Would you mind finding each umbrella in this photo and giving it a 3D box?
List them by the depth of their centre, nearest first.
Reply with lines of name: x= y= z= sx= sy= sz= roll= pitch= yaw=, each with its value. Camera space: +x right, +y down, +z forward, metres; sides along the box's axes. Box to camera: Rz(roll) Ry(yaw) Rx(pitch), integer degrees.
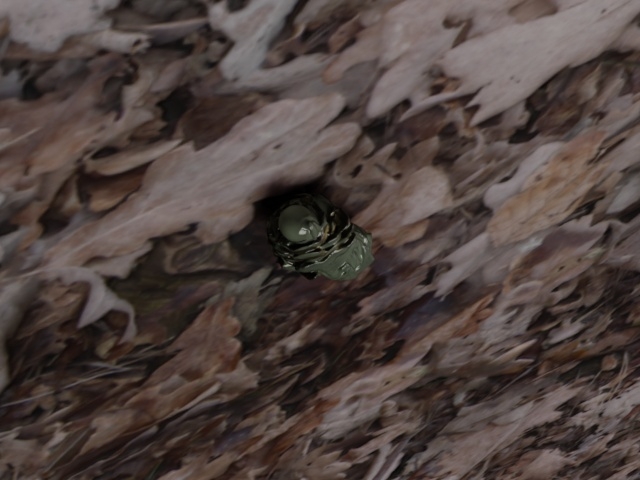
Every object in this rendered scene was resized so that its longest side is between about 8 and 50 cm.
umbrella: x=0.000 y=0.000 z=1.427 sx=0.067 sy=0.062 sz=0.143 roll=-2 pitch=168 yaw=16
